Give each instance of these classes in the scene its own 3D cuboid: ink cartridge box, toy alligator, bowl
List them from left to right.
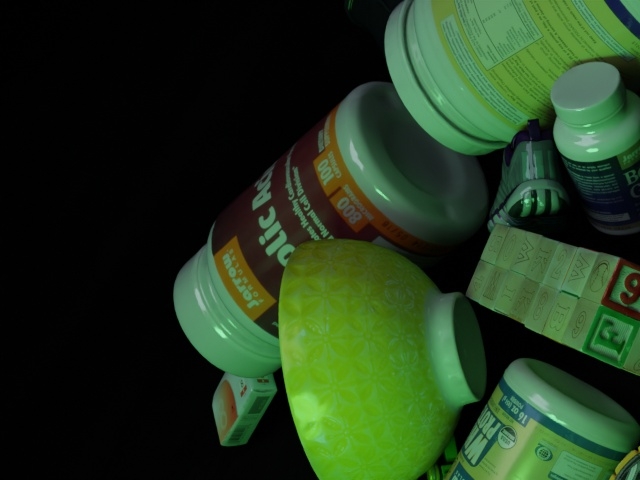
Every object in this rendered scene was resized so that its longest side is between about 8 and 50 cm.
[{"bbox_3d":[-0.119,0.172,1.820,0.145,0.045,0.179,-61,40,45],"label":"ink cartridge box"},{"bbox_3d":[0.084,0.124,1.383,0.156,0.289,0.289,-13,58,20],"label":"bowl"},{"bbox_3d":[0.152,0.296,1.416,0.051,0.056,0.189,87,175,-51],"label":"toy alligator"}]

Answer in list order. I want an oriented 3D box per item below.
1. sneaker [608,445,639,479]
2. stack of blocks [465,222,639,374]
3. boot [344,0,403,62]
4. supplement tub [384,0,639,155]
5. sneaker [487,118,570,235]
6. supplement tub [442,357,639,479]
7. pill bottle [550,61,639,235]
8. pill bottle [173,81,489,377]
[{"bbox_3d":[0.276,0.261,1.176,0.215,0.084,0.083,-43,8,7],"label":"sneaker"},{"bbox_3d":[0.274,0.067,1.249,0.087,0.171,0.297,-67,15,2],"label":"stack of blocks"},{"bbox_3d":[0.128,-0.356,1.717,0.246,0.094,0.207,-64,29,19],"label":"boot"},{"bbox_3d":[0.252,-0.246,1.393,0.331,0.241,0.241,-29,50,44],"label":"supplement tub"},{"bbox_3d":[0.225,-0.062,1.399,0.223,0.083,0.098,96,172,-81],"label":"sneaker"},{"bbox_3d":[0.205,0.232,1.284,0.199,0.144,0.144,-62,34,10],"label":"supplement tub"},{"bbox_3d":[0.287,-0.092,1.305,0.094,0.169,0.094,-18,41,17],"label":"pill bottle"},{"bbox_3d":[0.000,0.000,1.633,0.392,0.224,0.224,-41,43,36],"label":"pill bottle"}]
